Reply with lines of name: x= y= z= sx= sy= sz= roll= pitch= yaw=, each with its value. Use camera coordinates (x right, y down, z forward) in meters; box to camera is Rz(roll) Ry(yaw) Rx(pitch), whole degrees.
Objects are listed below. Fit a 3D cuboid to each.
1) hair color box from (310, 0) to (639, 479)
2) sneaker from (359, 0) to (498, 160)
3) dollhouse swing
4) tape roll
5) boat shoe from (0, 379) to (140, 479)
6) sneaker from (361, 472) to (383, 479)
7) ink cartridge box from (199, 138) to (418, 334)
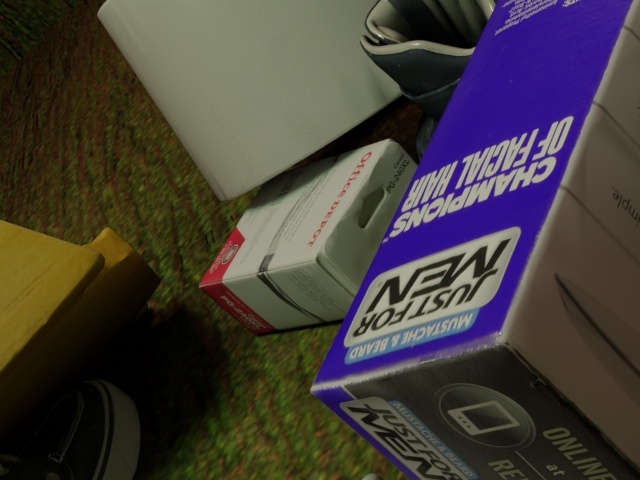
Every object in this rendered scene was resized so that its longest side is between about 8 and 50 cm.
hair color box: x=0.148 y=-0.023 z=0.609 sx=0.110 sy=0.185 sz=0.339 roll=-21 pitch=33 yaw=46
sneaker: x=0.082 y=-0.100 z=0.887 sx=0.086 sy=0.163 sz=0.226 roll=-51 pitch=21 yaw=-7
dollhouse swing: x=-0.342 y=0.041 z=1.059 sx=0.315 sy=0.305 sz=0.347 roll=-49 pitch=-5 yaw=-6
tape roll: x=-0.018 y=-0.163 z=1.064 sx=0.246 sy=0.169 sz=0.246 roll=-32 pitch=7 yaw=5
boat shoe: x=-0.212 y=0.194 z=0.991 sx=0.108 sy=0.102 sz=0.301 roll=-30 pitch=28 yaw=35
sneaker: x=0.043 y=0.180 z=0.570 sx=0.114 sy=0.152 sz=0.305 roll=-59 pitch=0 yaw=-1
ink cartridge box: x=0.000 y=0.000 z=0.991 sx=0.150 sy=0.063 sz=0.109 roll=-13 pitch=39 yaw=54
